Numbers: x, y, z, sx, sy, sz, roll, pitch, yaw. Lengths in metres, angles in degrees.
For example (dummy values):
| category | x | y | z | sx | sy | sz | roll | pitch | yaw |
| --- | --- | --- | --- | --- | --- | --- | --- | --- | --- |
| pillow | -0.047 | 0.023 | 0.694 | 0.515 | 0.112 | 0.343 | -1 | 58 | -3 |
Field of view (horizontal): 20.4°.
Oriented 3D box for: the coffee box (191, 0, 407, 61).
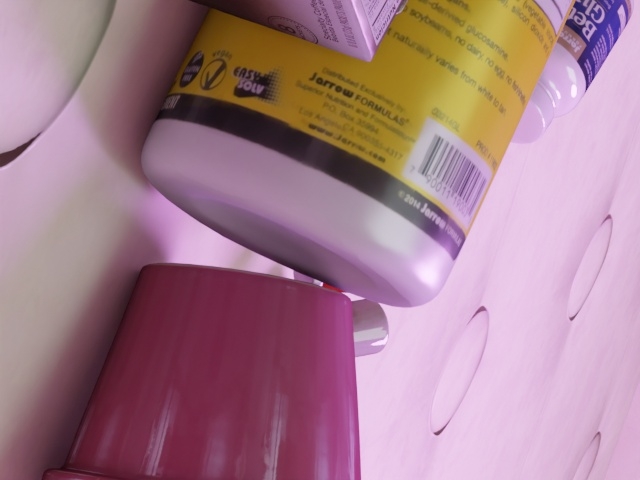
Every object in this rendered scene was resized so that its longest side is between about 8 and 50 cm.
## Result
| category | x | y | z | sx | sy | sz | roll | pitch | yaw |
| --- | --- | --- | --- | --- | --- | --- | --- | --- | --- |
| coffee box | -0.036 | -0.195 | 0.814 | 0.098 | 0.141 | 0.246 | -63 | 162 | -14 |

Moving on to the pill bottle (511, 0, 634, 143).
| category | x | y | z | sx | sy | sz | roll | pitch | yaw |
| --- | --- | --- | --- | --- | --- | --- | --- | --- | --- |
| pill bottle | 0.199 | -0.166 | 1.547 | 0.169 | 0.094 | 0.094 | -56 | 158 | -30 |

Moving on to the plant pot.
| category | x | y | z | sx | sy | sz | roll | pitch | yaw |
| --- | --- | --- | --- | --- | --- | --- | --- | --- | --- |
| plant pot | -0.057 | 0.113 | 1.049 | 0.201 | 0.201 | 0.180 | 34 | 64 | -71 |

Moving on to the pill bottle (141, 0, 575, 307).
| category | x | y | z | sx | sy | sz | roll | pitch | yaw |
| --- | --- | --- | --- | --- | --- | --- | --- | --- | --- |
| pill bottle | 0.047 | -0.146 | 1.015 | 0.334 | 0.188 | 0.188 | -65 | 161 | -10 |

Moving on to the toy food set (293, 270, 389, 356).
| category | x | y | z | sx | sy | sz | roll | pitch | yaw |
| --- | --- | --- | --- | --- | --- | --- | --- | --- | --- |
| toy food set | 0.000 | 0.000 | 1.201 | 0.104 | 0.111 | 0.232 | -8 | 136 | -33 |
